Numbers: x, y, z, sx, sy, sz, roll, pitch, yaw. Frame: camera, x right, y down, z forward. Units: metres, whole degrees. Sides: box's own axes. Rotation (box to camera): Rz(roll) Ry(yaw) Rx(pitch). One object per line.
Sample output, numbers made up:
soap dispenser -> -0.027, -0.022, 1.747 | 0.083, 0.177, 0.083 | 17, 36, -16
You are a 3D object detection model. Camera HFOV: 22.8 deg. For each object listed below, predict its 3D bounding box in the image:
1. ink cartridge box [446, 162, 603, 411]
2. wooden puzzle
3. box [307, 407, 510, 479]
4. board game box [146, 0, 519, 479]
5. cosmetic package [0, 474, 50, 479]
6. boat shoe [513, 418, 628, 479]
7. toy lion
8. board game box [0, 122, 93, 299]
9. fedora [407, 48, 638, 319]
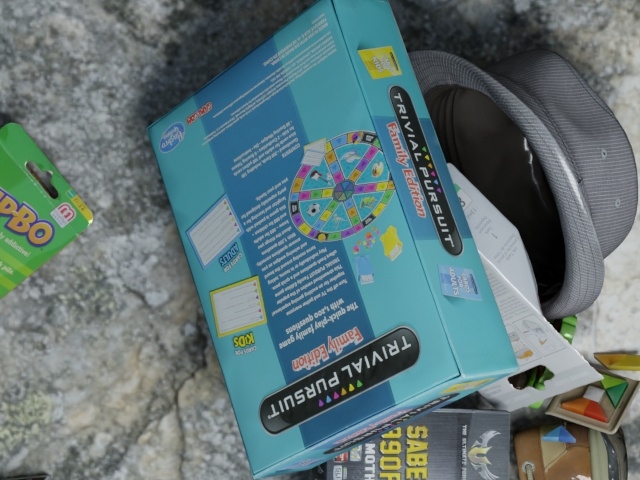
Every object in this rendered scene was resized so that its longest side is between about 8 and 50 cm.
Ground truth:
ink cartridge box -> 0.139, 0.047, 1.414 | 0.224, 0.181, 0.056 | 43, 62, -7
wooden puzzle -> 0.253, 0.143, 1.465 | 0.078, 0.116, 0.014 | 7, 136, 25
box -> 0.079, 0.267, 1.441 | 0.183, 0.056, 0.231 | 4, 86, -19
board game box -> 0.000, 0.000, 1.340 | 0.253, 0.079, 0.336 | -31, 71, 39
cosmetic package -> -0.328, 0.331, 1.479 | 0.151, 0.151, 0.184 | -6, 98, 1
boat shoe -> 0.228, 0.325, 1.488 | 0.119, 0.122, 0.324 | 0, 90, 7
toy lion -> 0.210, 0.110, 1.460 | 0.034, 0.096, 0.100 | 20, 99, -1
board game box -> -0.345, 0.012, 1.494 | 0.259, 0.039, 0.124 | -38, 96, 9
fedora -> 0.187, -0.069, 1.394 | 0.124, 0.243, 0.275 | -31, 104, -23
